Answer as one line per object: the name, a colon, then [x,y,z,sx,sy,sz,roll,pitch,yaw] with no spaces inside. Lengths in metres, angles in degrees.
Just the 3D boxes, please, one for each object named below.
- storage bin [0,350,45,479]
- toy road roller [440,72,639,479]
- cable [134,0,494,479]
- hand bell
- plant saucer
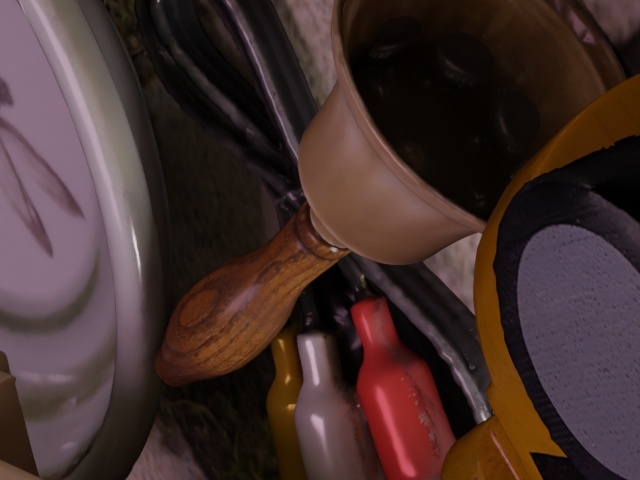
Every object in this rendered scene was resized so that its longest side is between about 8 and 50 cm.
storage bin: [-0.049,0.200,0.827,0.262,0.123,0.260,21,142,21]
toy road roller: [0.171,0.096,0.558,0.330,0.202,0.240,62,155,10]
cable: [-0.005,0.004,0.800,0.139,0.072,0.287,-16,100,54]
hand bell: [0.000,0.000,0.734,0.126,0.126,0.242,56,138,9]
plant saucer: [-0.185,-0.054,0.956,0.400,0.100,0.400,27,129,38]
